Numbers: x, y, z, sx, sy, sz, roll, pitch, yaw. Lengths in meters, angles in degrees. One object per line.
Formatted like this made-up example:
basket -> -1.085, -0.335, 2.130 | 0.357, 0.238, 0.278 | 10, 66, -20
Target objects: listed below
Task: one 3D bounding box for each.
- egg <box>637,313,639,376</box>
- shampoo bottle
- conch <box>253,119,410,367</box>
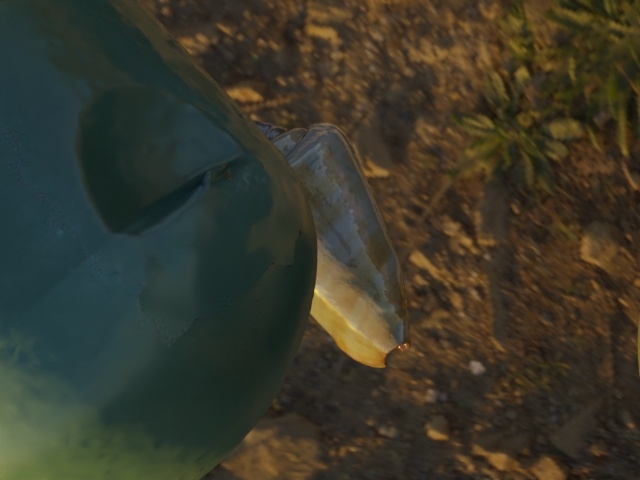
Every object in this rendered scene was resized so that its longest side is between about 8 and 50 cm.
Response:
egg -> 0.278, 0.083, 0.709 | 0.218, 0.218, 0.295 | -36, 66, 13
shampoo bottle -> -0.145, -0.066, 0.446 | 0.349, 0.222, 0.151 | 49, 136, 6
conch -> -0.009, 0.000, 1.419 | 0.158, 0.127, 0.255 | -42, 68, 38
